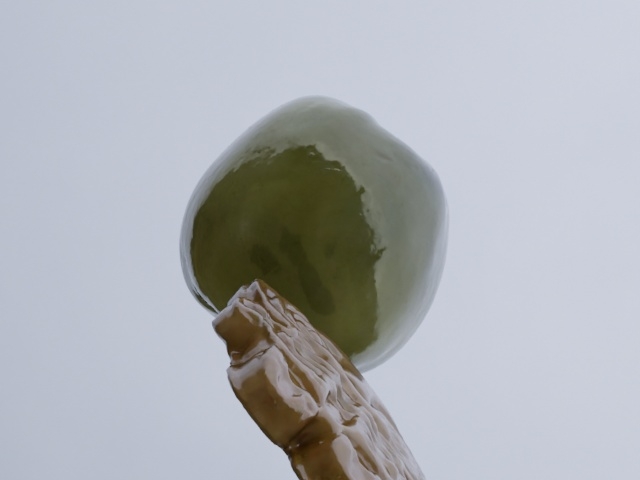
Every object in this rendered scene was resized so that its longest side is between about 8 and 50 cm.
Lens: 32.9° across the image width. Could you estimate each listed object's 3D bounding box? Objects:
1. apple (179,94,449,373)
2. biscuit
[{"bbox_3d":[0.000,0.000,1.003,0.262,0.262,0.262,26,-48,33],"label":"apple"},{"bbox_3d":[0.005,0.105,0.695,0.202,0.044,0.288,52,1,9],"label":"biscuit"}]
